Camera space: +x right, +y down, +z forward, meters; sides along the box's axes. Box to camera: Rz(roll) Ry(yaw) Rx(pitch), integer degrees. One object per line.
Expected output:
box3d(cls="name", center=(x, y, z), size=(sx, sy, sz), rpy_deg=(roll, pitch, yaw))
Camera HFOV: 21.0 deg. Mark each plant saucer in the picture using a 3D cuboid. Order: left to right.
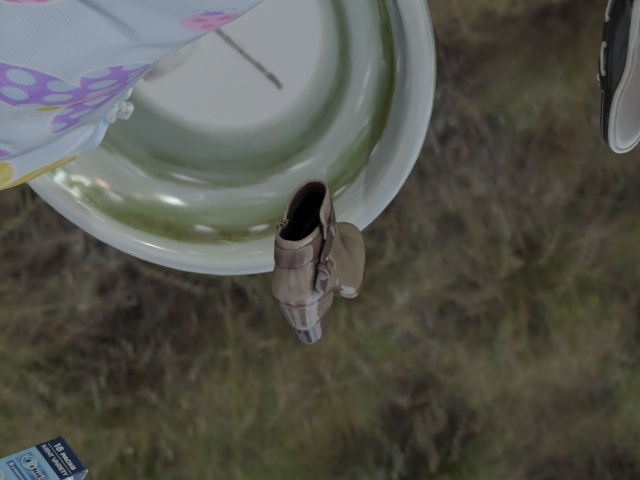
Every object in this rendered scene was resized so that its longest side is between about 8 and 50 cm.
box3d(cls="plant saucer", center=(-0.094, -0.167, 1.351), size=(0.400, 0.100, 0.400), rpy_deg=(9, 121, 16))

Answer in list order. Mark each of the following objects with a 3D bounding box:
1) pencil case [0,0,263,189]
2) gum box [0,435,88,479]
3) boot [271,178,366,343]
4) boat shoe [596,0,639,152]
box3d(cls="pencil case", center=(-0.075, -0.094, 0.518), size=(0.124, 0.113, 0.273), rpy_deg=(42, 151, -13))
box3d(cls="gum box", center=(-0.282, 0.236, 1.309), size=(0.184, 0.041, 0.157), rpy_deg=(-18, 148, -46))
box3d(cls="boot", center=(0.000, 0.000, 1.016), size=(0.042, 0.118, 0.087), rpy_deg=(3, 130, 12))
box3d(cls="boat shoe", center=(0.219, -0.127, 1.241), size=(0.046, 0.038, 0.125), rpy_deg=(-12, 115, -38))
